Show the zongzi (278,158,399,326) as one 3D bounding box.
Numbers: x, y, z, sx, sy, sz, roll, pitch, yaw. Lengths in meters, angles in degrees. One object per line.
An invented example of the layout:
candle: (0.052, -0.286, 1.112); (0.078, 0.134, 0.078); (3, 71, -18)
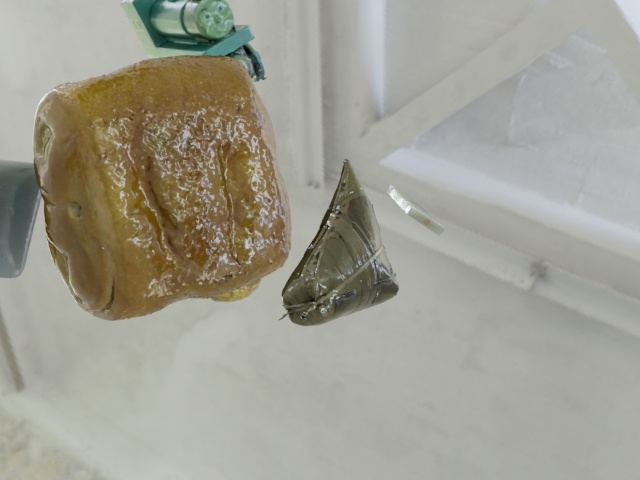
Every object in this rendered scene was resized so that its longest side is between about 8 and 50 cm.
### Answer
zongzi: (0.000, 0.000, 0.970); (0.081, 0.189, 0.178); (-13, -91, 38)

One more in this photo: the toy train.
toy train: (-0.205, -0.323, 1.400); (0.298, 0.120, 0.194); (24, -36, 57)

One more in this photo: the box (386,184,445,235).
box: (0.197, -0.064, 1.823); (0.090, 0.024, 0.167); (32, 10, -19)

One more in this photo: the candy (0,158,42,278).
candy: (-0.461, -0.033, 1.209); (0.138, 0.174, 0.071); (5, -24, 0)

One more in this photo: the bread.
bread: (-0.198, -0.078, 1.166); (0.148, 0.337, 0.328); (11, -68, 57)

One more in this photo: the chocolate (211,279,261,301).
chocolate: (-0.155, 0.000, 1.550); (0.134, 0.309, 0.134); (0, -65, 0)
